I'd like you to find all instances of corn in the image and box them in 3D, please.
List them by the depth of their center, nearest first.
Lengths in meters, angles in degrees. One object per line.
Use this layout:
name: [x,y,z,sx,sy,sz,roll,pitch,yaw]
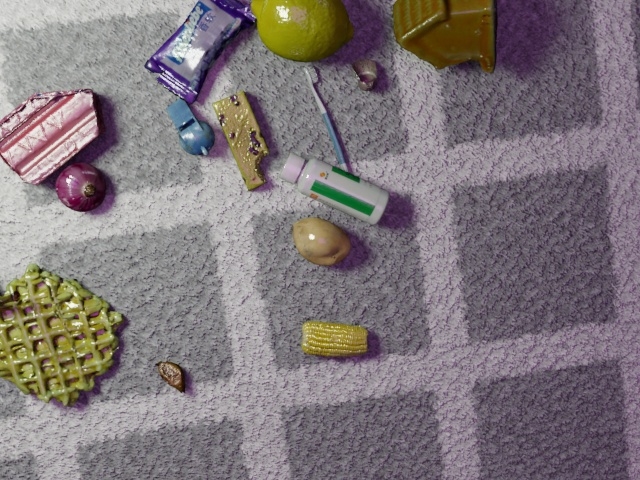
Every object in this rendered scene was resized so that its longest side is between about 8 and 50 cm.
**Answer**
corn: [0.036,0.242,1.776,0.165,0.063,0.085,3,71,-8]

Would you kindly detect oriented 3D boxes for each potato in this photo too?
potato: [0.003,0.000,1.727,0.147,0.112,0.112,23,93,-14]

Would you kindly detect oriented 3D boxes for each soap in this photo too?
soap: [-0.605,-0.251,1.640,0.250,0.099,0.162,-38,98,-1]

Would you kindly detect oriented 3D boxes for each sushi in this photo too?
sushi: [-0.356,0.326,1.753,0.050,0.047,0.099,-35,81,-13]

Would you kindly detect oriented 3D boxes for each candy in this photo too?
candy: [-0.274,-0.459,1.670,0.145,0.070,0.275,38,94,-2]

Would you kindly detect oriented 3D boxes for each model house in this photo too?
model house: [0.288,-0.537,1.691,0.239,0.173,0.268,-4,65,7]

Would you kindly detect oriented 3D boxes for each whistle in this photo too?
whistle: [-0.295,-0.252,1.691,0.090,0.090,0.158,-31,59,-2]

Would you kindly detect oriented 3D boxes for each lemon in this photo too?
lemon: [-0.036,-0.492,1.634,0.249,0.184,0.184,11,95,-17]

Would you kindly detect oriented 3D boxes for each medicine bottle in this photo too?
medicine bottle: [0.032,-0.126,1.722,0.260,0.095,0.095,24,93,-9]

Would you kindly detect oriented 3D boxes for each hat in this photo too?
hat: [0.108,-0.393,1.735,0.058,0.042,0.087,-16,63,-12]

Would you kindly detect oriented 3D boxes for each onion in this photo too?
onion: [-0.552,-0.122,1.666,0.104,0.115,0.115,11,96,38]

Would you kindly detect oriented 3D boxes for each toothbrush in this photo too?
toothbrush: [0.019,-0.287,1.742,0.025,0.019,0.275,-23,97,-11]

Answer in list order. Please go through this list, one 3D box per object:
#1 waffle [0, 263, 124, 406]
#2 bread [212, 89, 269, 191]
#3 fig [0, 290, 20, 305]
waffle: [-0.635,0.228,1.698,0.317,0.073,0.297,32,91,-8]
bread: [-0.176,-0.235,1.712,0.088,0.049,0.226,-24,98,-3]
fig: [-0.798,0.118,1.625,0.274,0.145,0.170,6,96,9]
